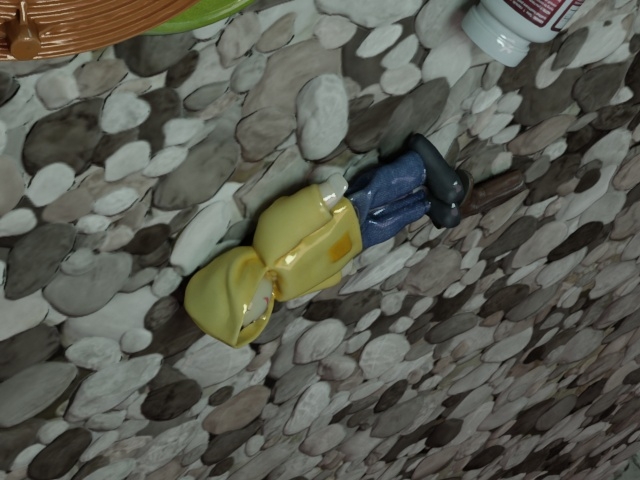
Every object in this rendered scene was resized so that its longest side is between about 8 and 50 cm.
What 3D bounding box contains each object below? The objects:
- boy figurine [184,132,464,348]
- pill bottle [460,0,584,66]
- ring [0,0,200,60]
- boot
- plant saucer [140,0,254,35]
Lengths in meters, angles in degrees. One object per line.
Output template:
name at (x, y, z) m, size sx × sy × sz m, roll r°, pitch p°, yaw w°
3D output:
boy figurine at (0.000, 0.000, 1.260) m, size 0.285 × 0.092 × 0.177 m, roll -30°, pitch 154°, yaw -18°
pill bottle at (0.191, -0.229, 1.133) m, size 0.086 × 0.086 × 0.152 m, roll 4°, pitch 132°, yaw -50°
ring at (-0.153, -0.223, 0.752) m, size 0.336 × 0.032 × 0.337 m, roll -17°, pitch 147°, yaw -12°
boot at (0.183, -0.060, 1.425) m, size 0.114 × 0.037 × 0.106 m, roll -19°, pitch 160°, yaw -23°
plant saucer at (-0.079, -0.226, 0.889) m, size 0.241 × 0.037 × 0.241 m, roll -28°, pitch 151°, yaw -17°
